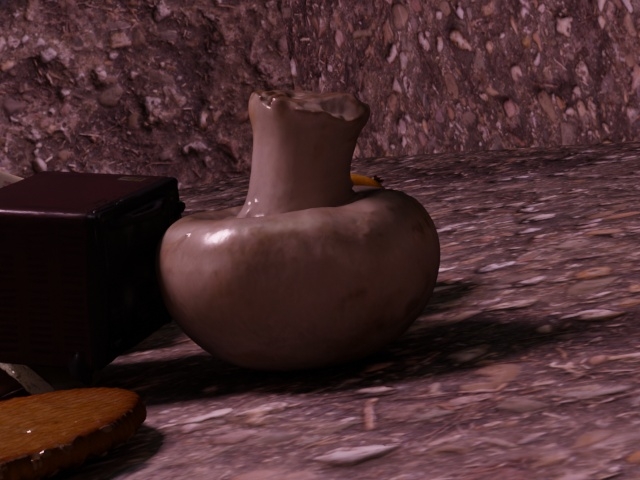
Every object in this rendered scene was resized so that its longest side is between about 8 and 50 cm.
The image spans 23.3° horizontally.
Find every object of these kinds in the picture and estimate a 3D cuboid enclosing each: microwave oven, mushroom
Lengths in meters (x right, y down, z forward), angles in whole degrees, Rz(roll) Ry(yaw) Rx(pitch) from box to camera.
[{"bbox_3d":[-0.259,0.030,1.664,0.188,0.178,0.247,5,14,13],"label":"microwave oven"},{"bbox_3d":[-0.029,-0.013,1.608,0.298,0.290,0.297,-7,6,1],"label":"mushroom"}]

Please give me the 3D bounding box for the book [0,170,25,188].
[{"bbox_3d":[-0.389,0.032,1.800,0.162,0.231,0.022,19,-14,-16],"label":"book"}]

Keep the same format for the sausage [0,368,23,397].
[{"bbox_3d":[-0.342,0.152,1.735,0.043,0.043,0.186,-5,8,30],"label":"sausage"}]

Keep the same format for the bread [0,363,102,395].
[{"bbox_3d":[-0.306,0.130,1.712,0.112,0.036,0.193,-3,25,-46],"label":"bread"}]

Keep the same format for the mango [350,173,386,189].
[{"bbox_3d":[0.000,0.000,1.873,0.187,0.138,0.257,-33,-16,15],"label":"mango"}]

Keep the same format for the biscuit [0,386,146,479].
[{"bbox_3d":[-0.302,0.189,1.395,0.305,0.038,0.305,-11,6,1],"label":"biscuit"}]
